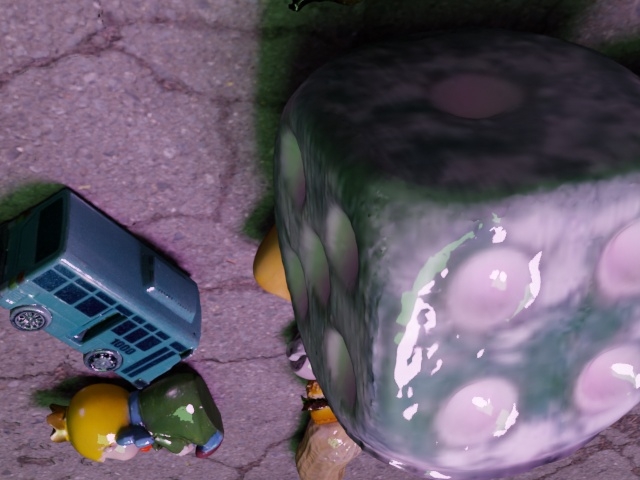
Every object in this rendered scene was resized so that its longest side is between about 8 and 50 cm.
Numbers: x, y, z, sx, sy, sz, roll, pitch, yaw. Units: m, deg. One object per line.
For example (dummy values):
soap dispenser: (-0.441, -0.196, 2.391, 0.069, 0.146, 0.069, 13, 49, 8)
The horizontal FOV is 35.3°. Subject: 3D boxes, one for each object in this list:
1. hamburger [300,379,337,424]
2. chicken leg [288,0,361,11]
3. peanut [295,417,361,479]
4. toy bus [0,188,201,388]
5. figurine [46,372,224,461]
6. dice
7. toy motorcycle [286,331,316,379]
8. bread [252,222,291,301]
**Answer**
hamburger: (0.051, 0.216, 1.483, 0.166, 0.087, 0.137, -12, 171, 6)
chicken leg: (0.063, -0.280, 0.911, 0.234, 0.063, 0.105, -23, 143, 15)
peanut: (0.012, 0.341, 1.641, 0.099, 0.090, 0.214, -22, 151, -32)
toy bus: (-0.262, 0.064, 1.226, 0.147, 0.128, 0.256, -29, 134, 22)
figurine: (-0.274, 0.277, 1.500, 0.234, 0.127, 0.185, -21, 148, 0)
dice: (0.150, 0.006, 0.998, 0.328, 0.330, 0.348, -11, 125, -15)
toy motorcycle: (0.033, 0.120, 1.356, 0.112, 0.112, 0.254, 15, 137, -25)
bread: (-0.001, -0.001, 1.220, 0.134, 0.085, 0.173, 14, 135, -32)
